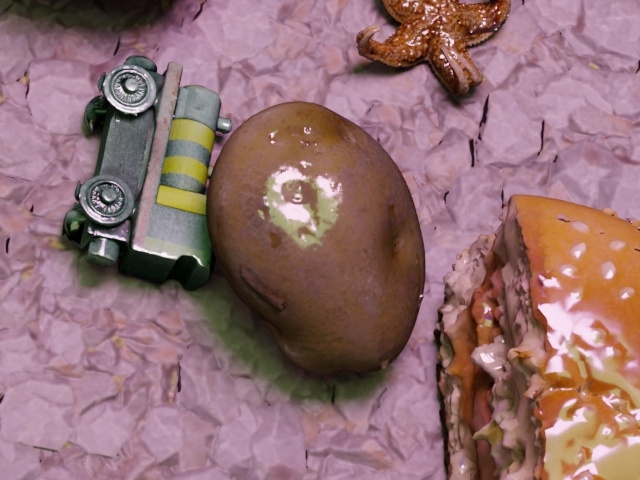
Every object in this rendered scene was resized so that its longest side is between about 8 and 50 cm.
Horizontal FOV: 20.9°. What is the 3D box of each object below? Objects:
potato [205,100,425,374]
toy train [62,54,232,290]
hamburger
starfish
[{"bbox_3d":[0.000,0.000,1.436,0.177,0.160,0.235,-21,92,-15],"label":"potato"},{"bbox_3d":[-0.144,-0.062,1.496,0.132,0.083,0.200,15,67,-12],"label":"toy train"},{"bbox_3d":[0.248,0.176,1.347,0.287,0.268,0.446,0,67,-10],"label":"hamburger"},{"bbox_3d":[0.105,-0.228,1.584,0.146,0.074,0.190,26,69,-7],"label":"starfish"}]
